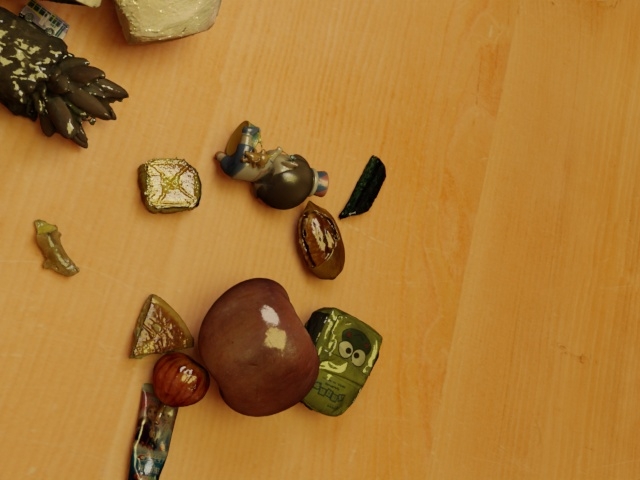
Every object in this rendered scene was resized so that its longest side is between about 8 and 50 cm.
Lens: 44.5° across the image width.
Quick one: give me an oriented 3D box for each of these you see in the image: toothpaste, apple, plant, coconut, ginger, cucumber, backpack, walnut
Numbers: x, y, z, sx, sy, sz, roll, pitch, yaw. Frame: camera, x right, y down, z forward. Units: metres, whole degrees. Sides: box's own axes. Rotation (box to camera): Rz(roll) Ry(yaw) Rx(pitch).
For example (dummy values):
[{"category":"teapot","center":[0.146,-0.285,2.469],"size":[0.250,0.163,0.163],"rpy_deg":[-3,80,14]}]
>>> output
[{"category":"toothpaste","center":[-0.368,0.447,1.689],"size":[0.096,0.061,0.266],"rpy_deg":[22,66,-29]},{"category":"apple","center":[-0.142,0.238,1.731],"size":[0.235,0.306,0.306],"rpy_deg":[-26,99,-7]},{"category":"plant","center":[-0.567,-0.322,1.599],"size":[0.320,0.194,0.182],"rpy_deg":[37,78,-19]},{"category":"coconut","center":[-0.338,-0.579,1.702],"size":[0.254,0.297,0.297],"rpy_deg":[-17,93,-12]},{"category":"ginger","center":[-0.556,0.017,1.629],"size":[0.057,0.044,0.137],"rpy_deg":[-36,105,-50]},{"category":"cucumber","center":[0.125,-0.126,2.091],"size":[0.070,0.046,0.220],"rpy_deg":[44,62,-29]},{"category":"backpack","center":[0.028,0.299,1.915],"size":[0.207,0.140,0.253],"rpy_deg":[32,74,-26]},{"category":"walnut","center":[0.000,0.000,1.952],"size":[0.115,0.115,0.207],"rpy_deg":[-14,91,-34]}]

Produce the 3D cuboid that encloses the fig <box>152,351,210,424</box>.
[{"category":"fig","center":[-0.301,0.317,1.701],"size":[0.128,0.128,0.150],"rpy_deg":[-2,87,-33]}]

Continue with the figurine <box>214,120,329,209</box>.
[{"category":"figurine","center":[-0.109,-0.167,1.882],"size":[0.275,0.161,0.158],"rpy_deg":[33,46,-30]}]

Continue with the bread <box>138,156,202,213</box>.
[{"category":"bread","center":[-0.340,-0.126,1.771],"size":[0.140,0.069,0.128],"rpy_deg":[-5,85,-30]}]

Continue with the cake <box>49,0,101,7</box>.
[{"category":"cake","center":[-0.558,-0.557,1.578],"size":[0.172,0.283,0.158],"rpy_deg":[4,96,-45]}]

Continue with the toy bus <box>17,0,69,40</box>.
[{"category":"toy bus","center":[-0.589,-0.463,1.669],"size":[0.102,0.052,0.058],"rpy_deg":[35,67,-22]}]

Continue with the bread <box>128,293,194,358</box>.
[{"category":"bread","center":[-0.361,0.185,1.723],"size":[0.154,0.054,0.136],"rpy_deg":[-9,88,-40]}]
